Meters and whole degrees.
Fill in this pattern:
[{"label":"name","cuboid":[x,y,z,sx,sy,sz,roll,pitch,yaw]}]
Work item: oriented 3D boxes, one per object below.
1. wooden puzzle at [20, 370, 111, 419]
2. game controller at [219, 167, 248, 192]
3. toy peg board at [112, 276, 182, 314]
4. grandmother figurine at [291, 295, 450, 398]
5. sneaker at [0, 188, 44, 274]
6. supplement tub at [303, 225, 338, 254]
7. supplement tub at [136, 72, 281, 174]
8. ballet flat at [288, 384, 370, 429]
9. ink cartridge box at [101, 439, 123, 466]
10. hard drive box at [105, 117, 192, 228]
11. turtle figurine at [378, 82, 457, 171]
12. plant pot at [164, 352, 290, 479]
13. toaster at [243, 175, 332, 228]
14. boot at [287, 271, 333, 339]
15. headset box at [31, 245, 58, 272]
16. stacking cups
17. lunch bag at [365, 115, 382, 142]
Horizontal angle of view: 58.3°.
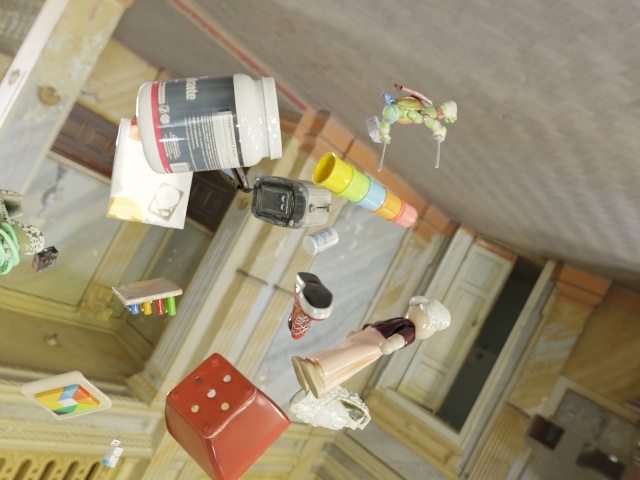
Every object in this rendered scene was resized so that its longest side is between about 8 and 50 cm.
[{"label":"wooden puzzle","cuboid":[-0.889,0.555,2.015,0.239,0.221,0.044,73,-176,-46]},{"label":"game controller","cuboid":[-0.367,-0.315,2.170,0.166,0.067,0.319,26,153,30]},{"label":"toy peg board","cuboid":[-0.502,0.176,1.672,0.160,0.079,0.161,-10,-165,-31]},{"label":"grandmother figurine","cuboid":[0.114,0.207,1.171,0.208,0.342,0.104,18,126,66]},{"label":"sneaker","cuboid":[-0.495,0.001,0.825,0.182,0.158,0.410,0,-149,-29]},{"label":"supplement tub","cuboid":[0.000,0.000,1.955,0.107,0.071,0.071,-26,-144,-35]},{"label":"supplement tub","cuboid":[-0.224,-0.242,1.187,0.272,0.191,0.191,-6,-178,-5]},{"label":"ballet flat","cuboid":[0.055,0.532,1.804,0.147,0.147,0.409,27,178,32]},{"label":"ink cartridge box","cuboid":[-0.725,0.747,2.012,0.028,0.083,0.048,16,159,22]},{"label":"hard drive box","cuboid":[-0.402,-0.158,1.371,0.181,0.232,0.089,8,-174,-19]},{"label":"turtle figurine","cuboid":[0.283,-0.327,1.715,0.198,0.266,0.275,-31,86,49]},{"label":"plant pot","cuboid":[-0.277,0.474,1.595,0.267,0.267,0.236,34,152,28]},{"label":"toaster","cuboid":[-0.080,-0.104,1.534,0.227,0.129,0.146,13,-170,36]},{"label":"boot","cuboid":[-0.033,0.203,1.509,0.088,0.176,0.244,10,-167,-13]},{"label":"headset box","cuboid":[-0.870,0.062,1.811,0.032,0.083,0.062,45,-143,14]},{"label":"stacking cups","cuboid":[0.129,-0.128,1.525,0.316,0.096,0.096,24,-179,-33]},{"label":"lunch bag","cuboid":[0.206,-0.407,2.132,0.053,0.071,0.083,-22,152,21]}]
